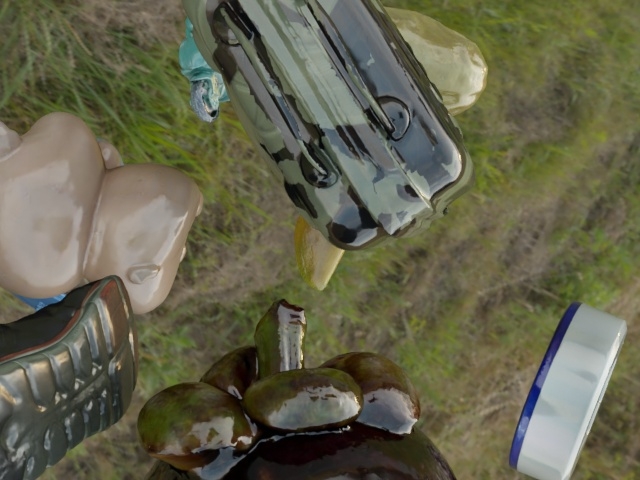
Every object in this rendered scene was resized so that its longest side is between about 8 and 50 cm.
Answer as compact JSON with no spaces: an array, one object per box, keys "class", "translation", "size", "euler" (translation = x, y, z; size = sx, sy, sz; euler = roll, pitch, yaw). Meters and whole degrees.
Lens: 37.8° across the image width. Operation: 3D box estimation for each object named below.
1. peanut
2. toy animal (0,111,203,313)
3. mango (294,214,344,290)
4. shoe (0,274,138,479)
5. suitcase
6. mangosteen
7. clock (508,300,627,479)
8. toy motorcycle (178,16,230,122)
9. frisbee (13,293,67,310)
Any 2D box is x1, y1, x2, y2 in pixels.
[{"class":"peanut","translation":[0.066,-0.249,1.238],"size":[0.319,0.147,0.147],"euler":[15,105,-10]},{"class":"toy animal","translation":[-0.253,-0.016,1.024],"size":[0.229,0.221,0.210],"euler":[-25,142,-54]},{"class":"mango","translation":[0.000,0.000,1.712],"size":[0.066,0.101,0.187],"euler":[-29,130,-74]},{"class":"shoe","translation":[-0.248,0.115,0.758],"size":[0.291,0.137,0.114],"euler":[-41,127,-64]},{"class":"suitcase","translation":[0.002,-0.155,0.953],"size":[0.194,0.351,0.339],"euler":[-33,175,11]},{"class":"mangosteen","translation":[-0.024,0.229,0.811],"size":[0.307,0.307,0.347],"euler":[-14,101,-37]},{"class":"clock","translation":[0.317,0.196,1.191],"size":[0.230,0.083,0.230],"euler":[-55,158,-35]},{"class":"toy motorcycle","translation":[-0.217,-0.362,1.861],"size":[0.296,0.109,0.198],"euler":[-63,141,-61]},{"class":"frisbee","translation":[-0.467,0.103,1.593],"size":[0.242,0.242,0.045],"euler":[38,74,-47]}]
